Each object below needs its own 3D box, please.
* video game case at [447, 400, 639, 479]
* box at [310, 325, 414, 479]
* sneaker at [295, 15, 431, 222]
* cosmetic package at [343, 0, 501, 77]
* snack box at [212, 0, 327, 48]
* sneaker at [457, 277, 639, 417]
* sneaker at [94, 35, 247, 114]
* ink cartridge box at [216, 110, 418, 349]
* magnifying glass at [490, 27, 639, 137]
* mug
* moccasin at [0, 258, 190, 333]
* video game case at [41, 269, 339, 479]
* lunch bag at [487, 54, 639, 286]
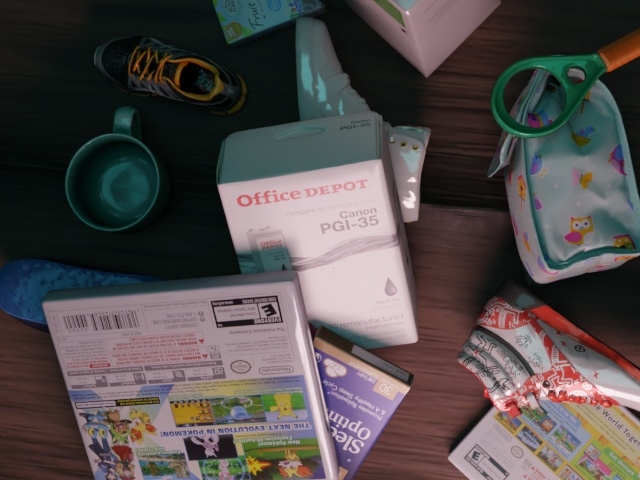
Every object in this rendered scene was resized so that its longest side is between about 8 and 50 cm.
[{"bbox_3d":[0.317,0.283,1.726,0.227,0.026,0.206,42,93,8],"label":"video game case"},{"bbox_3d":[0.009,0.230,1.707,0.136,0.036,0.225,27,119,-2],"label":"box"},{"bbox_3d":[0.058,-0.158,1.747,0.169,0.108,0.293,-8,96,5],"label":"sneaker"},{"bbox_3d":[0.103,-0.345,1.612,0.197,0.365,0.155,44,92,10],"label":"cosmetic package"},{"bbox_3d":[-0.074,-0.333,1.799,0.141,0.037,0.100,-20,84,6],"label":"snack box"},{"bbox_3d":[0.304,0.180,1.676,0.270,0.090,0.145,35,93,12],"label":"sneaker"},{"bbox_3d":[-0.206,-0.230,1.790,0.214,0.083,0.084,14,91,9],"label":"sneaker"},{"bbox_3d":[0.000,0.000,1.664,0.207,0.117,0.283,-9,124,8],"label":"ink cartridge box"},{"bbox_3d":[0.304,-0.195,1.539,0.231,0.026,0.092,-28,80,-1],"label":"magnifying glass"},{"bbox_3d":[-0.258,-0.084,1.782,0.129,0.097,0.158,40,92,8],"label":"mug"},{"bbox_3d":[-0.257,0.093,1.768,0.342,0.117,0.138,22,83,7],"label":"moccasin"},{"bbox_3d":[-0.161,0.186,1.679,0.328,0.036,0.300,-5,115,13],"label":"video game case"},{"bbox_3d":[0.296,-0.087,1.646,0.160,0.223,0.262,-14,84,1],"label":"lunch bag"}]
